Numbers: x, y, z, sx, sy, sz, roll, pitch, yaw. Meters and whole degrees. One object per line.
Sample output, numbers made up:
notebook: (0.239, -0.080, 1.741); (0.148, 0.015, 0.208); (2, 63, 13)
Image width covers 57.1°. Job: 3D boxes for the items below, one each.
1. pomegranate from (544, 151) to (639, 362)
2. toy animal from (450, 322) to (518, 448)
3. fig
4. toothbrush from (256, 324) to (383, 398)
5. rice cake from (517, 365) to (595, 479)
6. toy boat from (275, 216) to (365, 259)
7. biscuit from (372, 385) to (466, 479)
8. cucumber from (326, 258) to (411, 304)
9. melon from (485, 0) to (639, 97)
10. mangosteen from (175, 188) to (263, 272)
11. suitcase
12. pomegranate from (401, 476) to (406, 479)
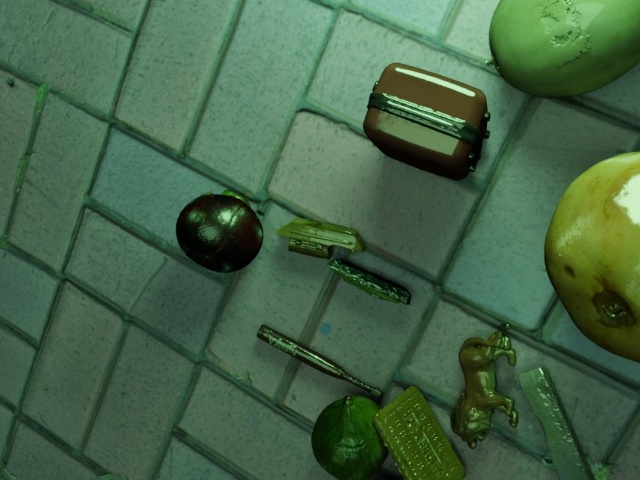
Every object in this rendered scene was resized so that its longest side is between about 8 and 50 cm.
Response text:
pomegranate: (0.621, 0.025, 1.088); (0.412, 0.411, 0.411); (3, 98, 19)
toy animal: (0.370, 0.333, 1.354); (0.158, 0.097, 0.312); (-2, 95, 26)
fig: (0.065, 0.451, 1.385); (0.203, 0.235, 0.203); (-7, 54, 10)
toothbrush: (-0.004, 0.310, 1.505); (0.364, 0.041, 0.040); (25, 105, 14)
rice cake: (0.549, 0.470, 1.323); (0.070, 0.064, 0.399); (-22, 90, 30)
toy boat: (0.000, 0.000, 1.449); (0.226, 0.068, 0.088); (12, 106, 14)
biscuit: (0.236, 0.484, 1.372); (0.029, 0.172, 0.254); (-36, 80, 46)
cucumber: (0.121, 0.105, 1.424); (0.220, 0.070, 0.046); (26, 66, 15)
melon: (0.476, -0.411, 1.119); (0.330, 0.268, 0.268); (-18, 91, 28)
mangosteen: (-0.241, -0.027, 1.466); (0.216, 0.216, 0.216); (3, 98, 19)
suitcase: (0.223, -0.236, 1.216); (0.236, 0.297, 0.161); (23, 96, 14)
pomegranate: (0.190, 0.683, 1.369); (0.291, 0.291, 0.323); (40, 101, 10)
